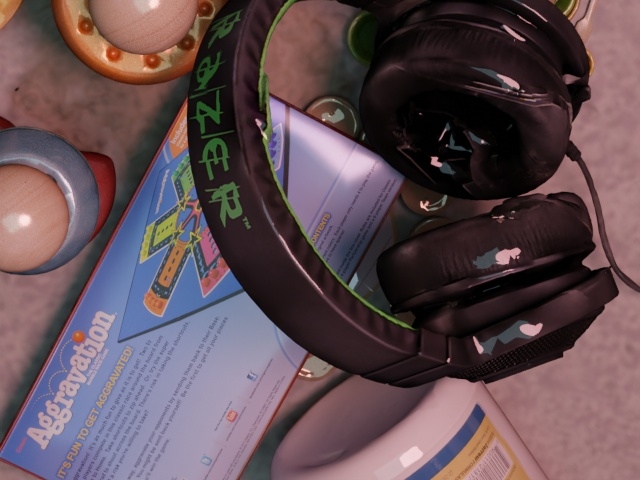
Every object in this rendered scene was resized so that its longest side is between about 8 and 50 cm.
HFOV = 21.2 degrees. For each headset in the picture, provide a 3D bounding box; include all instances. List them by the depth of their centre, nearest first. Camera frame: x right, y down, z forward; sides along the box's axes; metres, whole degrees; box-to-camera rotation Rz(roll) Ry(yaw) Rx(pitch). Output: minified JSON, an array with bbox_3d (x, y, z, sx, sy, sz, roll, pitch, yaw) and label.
[{"bbox_3d":[0.114,-0.040,0.966,0.394,0.185,0.243,12,66,-39],"label":"headset"}]

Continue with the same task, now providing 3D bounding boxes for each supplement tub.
[{"bbox_3d":[0.078,0.181,1.057,0.144,0.144,0.199,-34,105,2],"label":"supplement tub"}]

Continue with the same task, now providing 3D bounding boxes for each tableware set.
[{"bbox_3d":[0.098,-0.136,1.058,0.154,0.024,0.104,15,100,-8],"label":"tableware set"}]

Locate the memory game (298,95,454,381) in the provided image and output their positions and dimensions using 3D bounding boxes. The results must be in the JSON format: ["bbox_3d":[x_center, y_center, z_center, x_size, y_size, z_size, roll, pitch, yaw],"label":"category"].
[{"bbox_3d":[0.000,0.000,1.083,0.186,0.012,0.186,-1,102,-4],"label":"memory game"}]

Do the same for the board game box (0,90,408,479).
[{"bbox_3d":[-0.074,0.044,1.066,0.145,0.027,0.281,28,98,-11],"label":"board game box"}]

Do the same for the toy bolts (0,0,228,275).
[{"bbox_3d":[-0.174,-0.094,0.973,0.218,0.158,0.228,15,100,-8],"label":"toy bolts"}]
